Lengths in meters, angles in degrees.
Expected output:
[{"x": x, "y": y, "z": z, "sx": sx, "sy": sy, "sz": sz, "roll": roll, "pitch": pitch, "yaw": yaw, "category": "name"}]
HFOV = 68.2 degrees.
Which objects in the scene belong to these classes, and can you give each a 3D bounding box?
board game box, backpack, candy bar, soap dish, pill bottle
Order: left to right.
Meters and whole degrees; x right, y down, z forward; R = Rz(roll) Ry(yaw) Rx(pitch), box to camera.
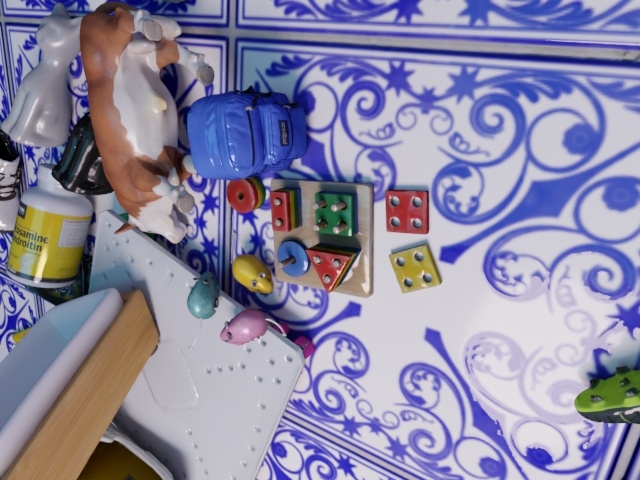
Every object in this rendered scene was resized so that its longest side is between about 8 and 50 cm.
[{"x": -0.623, "y": 0.205, "z": 1.011, "sx": 0.161, "sy": 0.018, "sz": 0.040, "roll": -21, "pitch": 96, "yaw": 34, "category": "candy bar"}, {"x": -0.369, "y": 0.213, "z": 0.647, "sx": 0.229, "sy": 0.291, "sz": 0.118, "roll": -18, "pitch": 125, "yaw": 33, "category": "soap dish"}, {"x": -0.427, "y": -0.025, "z": 0.756, "sx": 0.103, "sy": 0.103, "sz": 0.184, "roll": 21, "pitch": 99, "yaw": 25, "category": "pill bottle"}, {"x": -0.488, "y": 0.061, "z": 0.877, "sx": 0.186, "sy": 0.026, "sz": 0.126, "roll": 20, "pitch": 113, "yaw": 26, "category": "board game box"}, {"x": -0.224, "y": 0.201, "z": 0.741, "sx": 0.390, "sy": 0.050, "sz": 0.390, "roll": 32, "pitch": 119, "yaw": 21, "category": "board game box"}, {"x": -0.078, "y": -0.117, "z": 0.510, "sx": 0.101, "sy": 0.120, "sz": 0.098, "roll": -1, "pitch": 103, "yaw": 32, "category": "backpack"}]

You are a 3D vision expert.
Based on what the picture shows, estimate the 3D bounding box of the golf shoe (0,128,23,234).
[{"x": -0.584, "y": -0.109, "z": 0.856, "sx": 0.094, "sy": 0.077, "sz": 0.198, "roll": -7, "pitch": 102, "yaw": 33, "category": "golf shoe"}]

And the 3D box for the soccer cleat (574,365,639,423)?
[{"x": 0.307, "y": 0.134, "z": 0.384, "sx": 0.179, "sy": 0.060, "sz": 0.072, "roll": -25, "pitch": 92, "yaw": 32, "category": "soccer cleat"}]

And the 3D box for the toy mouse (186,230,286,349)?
[{"x": -0.120, "y": 0.083, "z": 0.590, "sx": 0.143, "sy": 0.031, "sz": 0.161, "roll": -43, "pitch": 68, "yaw": -5, "category": "toy mouse"}]

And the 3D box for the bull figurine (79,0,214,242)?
[{"x": -0.209, "y": -0.125, "z": 0.577, "sx": 0.188, "sy": 0.101, "sz": 0.310, "roll": 10, "pitch": 119, "yaw": 37, "category": "bull figurine"}]

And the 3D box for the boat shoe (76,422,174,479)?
[{"x": -0.372, "y": 0.332, "z": 0.745, "sx": 0.367, "sy": 0.136, "sz": 0.156, "roll": 25, "pitch": 133, "yaw": 22, "category": "boat shoe"}]

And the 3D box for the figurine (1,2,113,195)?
[{"x": -0.351, "y": -0.210, "z": 0.683, "sx": 0.215, "sy": 0.092, "sz": 0.209, "roll": 38, "pitch": 112, "yaw": 17, "category": "figurine"}]

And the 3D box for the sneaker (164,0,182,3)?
[{"x": -0.244, "y": -0.339, "z": 0.551, "sx": 0.252, "sy": 0.111, "sz": 0.103, "roll": 13, "pitch": 111, "yaw": 28, "category": "sneaker"}]

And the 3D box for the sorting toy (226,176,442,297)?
[{"x": 0.000, "y": 0.000, "z": 0.542, "sx": 0.274, "sy": 0.046, "sz": 0.132, "roll": 8, "pitch": 109, "yaw": 29, "category": "sorting toy"}]
